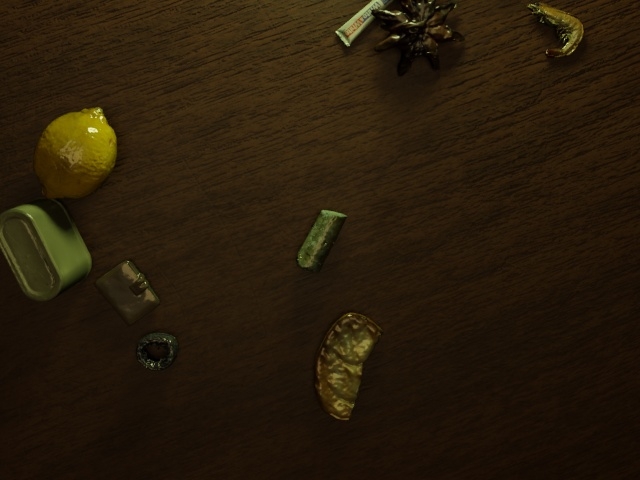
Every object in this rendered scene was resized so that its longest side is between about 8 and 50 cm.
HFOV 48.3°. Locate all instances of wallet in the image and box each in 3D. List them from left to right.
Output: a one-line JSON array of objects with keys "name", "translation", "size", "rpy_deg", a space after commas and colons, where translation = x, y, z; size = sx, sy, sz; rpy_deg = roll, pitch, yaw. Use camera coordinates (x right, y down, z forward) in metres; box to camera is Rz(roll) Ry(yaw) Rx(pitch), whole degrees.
[{"name": "wallet", "translation": [-0.504, 0.136, 1.874], "size": [0.118, 0.039, 0.153], "rpy_deg": [-33, 103, 2]}]

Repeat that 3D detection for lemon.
[{"name": "lemon", "translation": [-0.596, -0.209, 1.743], "size": [0.188, 0.188, 0.257], "rpy_deg": [33, 92, -8]}]

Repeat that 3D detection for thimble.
[{"name": "thimble", "translation": [-0.432, 0.293, 1.888], "size": [0.104, 0.066, 0.095], "rpy_deg": [-9, 97, -1]}]

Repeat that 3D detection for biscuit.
[{"name": "biscuit", "translation": [0.060, 0.340, 1.949], "size": [0.154, 0.045, 0.299], "rpy_deg": [19, 96, -8]}]

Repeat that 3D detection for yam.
[{"name": "yam", "translation": [0.000, 0.000, 1.881], "size": [0.078, 0.078, 0.179], "rpy_deg": [27, 95, -8]}]

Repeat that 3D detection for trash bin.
[{"name": "trash bin", "translation": [-0.672, 0.020, 1.738], "size": [0.121, 0.247, 0.243], "rpy_deg": [-24, 100, 0]}]

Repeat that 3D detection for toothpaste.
[{"name": "toothpaste", "translation": [0.134, -0.591, 1.838], "size": [0.218, 0.033, 0.052], "rpy_deg": [-42, 91, 4]}]

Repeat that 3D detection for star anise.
[{"name": "star anise", "translation": [0.254, -0.550, 1.811], "size": [0.271, 0.102, 0.272], "rpy_deg": [-3, 107, -11]}]

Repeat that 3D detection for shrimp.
[{"name": "shrimp", "translation": [0.607, -0.552, 1.886], "size": [0.178, 0.034, 0.124], "rpy_deg": [17, 102, -12]}]
